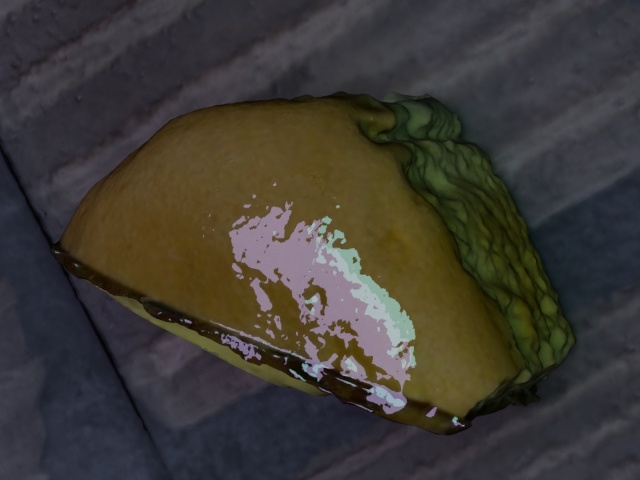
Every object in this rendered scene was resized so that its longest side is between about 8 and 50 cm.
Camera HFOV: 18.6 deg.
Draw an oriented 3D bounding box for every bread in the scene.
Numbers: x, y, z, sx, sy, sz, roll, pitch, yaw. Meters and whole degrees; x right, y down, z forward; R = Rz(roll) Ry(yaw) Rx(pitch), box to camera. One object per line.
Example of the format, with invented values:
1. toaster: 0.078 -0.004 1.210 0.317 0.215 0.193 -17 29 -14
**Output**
1. bread: 0.000 0.000 1.006 0.262 0.204 0.163 18 103 19
